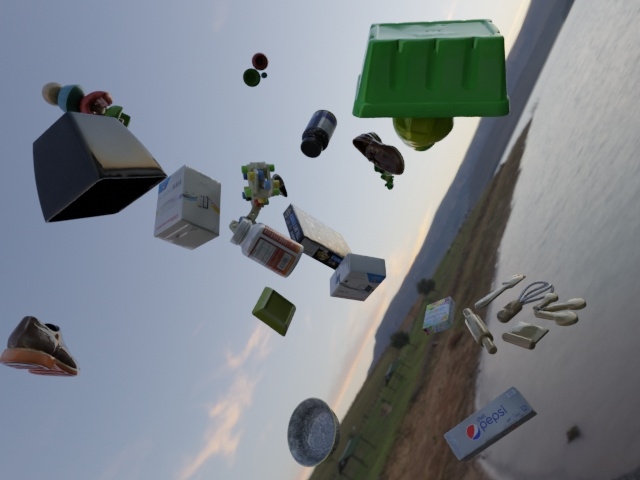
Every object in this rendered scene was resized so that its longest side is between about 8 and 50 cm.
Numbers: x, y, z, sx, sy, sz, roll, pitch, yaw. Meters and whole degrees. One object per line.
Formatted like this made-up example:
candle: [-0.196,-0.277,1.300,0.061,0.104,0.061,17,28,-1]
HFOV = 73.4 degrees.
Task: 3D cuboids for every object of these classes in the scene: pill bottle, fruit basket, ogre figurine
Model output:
pill bottle: [-0.011,-0.462,1.866,0.123,0.123,0.219,93,-165,-51]
fruit basket: [0.269,-0.356,1.106,0.283,0.392,0.392,-80,-1,-50]
pill bottle: [-0.172,0.019,1.368,0.121,0.216,0.121,-57,10,15]
ogre figurine: [0.289,-0.342,1.989,0.097,0.197,0.118,-40,21,35]

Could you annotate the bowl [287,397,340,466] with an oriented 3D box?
bowl: [-0.003,0.517,1.154,0.080,0.170,0.170,32,-99,-42]

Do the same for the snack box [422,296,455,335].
snack box: [0.425,0.269,1.537,0.100,0.037,0.141,-31,14,33]

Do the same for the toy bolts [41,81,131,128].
toy bolts: [-0.662,-0.332,1.183,0.228,0.158,0.218,135,154,-77]

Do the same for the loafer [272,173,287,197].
loafer: [-0.165,-0.230,1.803,0.045,0.039,0.125,-41,-34,-13]

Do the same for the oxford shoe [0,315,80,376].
oxford shoe: [-0.763,0.311,1.224,0.363,0.130,0.132,118,156,-63]

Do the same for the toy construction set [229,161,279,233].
toy construction set: [-0.240,-0.158,1.596,0.151,0.215,0.327,3,-44,-28]

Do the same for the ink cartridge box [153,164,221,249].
ink cartridge box: [-0.480,-0.113,1.563,0.168,0.171,0.232,27,-131,-45]

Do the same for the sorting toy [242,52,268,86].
sorting toy: [-0.184,-0.492,1.248,0.102,0.061,0.042,-58,20,7]

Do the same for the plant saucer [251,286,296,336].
plant saucer: [-0.197,0.311,1.952,0.045,0.188,0.188,-43,14,36]

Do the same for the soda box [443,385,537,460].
soda box: [0.552,0.601,1.401,0.286,0.091,0.098,-41,-42,11]

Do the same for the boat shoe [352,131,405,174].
boat shoe: [0.138,-0.208,1.045,0.060,0.178,0.064,-13,-48,-24]

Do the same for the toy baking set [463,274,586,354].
toy baking set: [0.372,0.136,0.812,0.256,0.197,0.030,-93,-18,-77]

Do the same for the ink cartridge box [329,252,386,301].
ink cartridge box: [0.127,0.132,1.502,0.190,0.140,0.082,119,156,-50]

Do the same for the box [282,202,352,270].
box: [0.000,0.000,1.741,0.073,0.293,0.295,-50,30,15]

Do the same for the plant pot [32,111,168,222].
plant pot: [-0.481,-0.160,0.906,0.188,0.167,0.187,-29,-2,23]
